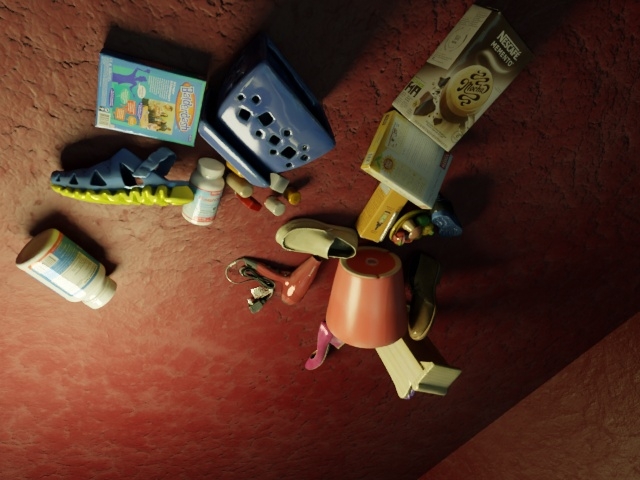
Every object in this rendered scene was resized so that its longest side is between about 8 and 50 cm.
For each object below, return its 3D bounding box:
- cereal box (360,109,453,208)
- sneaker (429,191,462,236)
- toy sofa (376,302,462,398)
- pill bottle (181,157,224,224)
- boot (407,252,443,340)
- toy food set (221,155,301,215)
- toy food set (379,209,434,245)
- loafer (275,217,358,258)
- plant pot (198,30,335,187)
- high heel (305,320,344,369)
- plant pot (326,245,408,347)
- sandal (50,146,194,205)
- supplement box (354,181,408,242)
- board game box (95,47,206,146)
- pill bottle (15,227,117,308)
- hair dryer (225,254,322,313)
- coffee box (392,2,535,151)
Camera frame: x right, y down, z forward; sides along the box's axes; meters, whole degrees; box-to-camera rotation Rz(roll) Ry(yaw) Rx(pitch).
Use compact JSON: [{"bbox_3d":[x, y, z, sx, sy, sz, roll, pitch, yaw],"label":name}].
[{"bbox_3d":[0.241,-0.214,1.141,0.240,0.047,0.173,29,80,-27],"label":"cereal box"},{"bbox_3d":[0.404,-0.079,1.351,0.081,0.090,0.232,-10,159,23],"label":"sneaker"},{"bbox_3d":[0.315,0.387,1.502,0.150,0.362,0.177,20,112,-31],"label":"toy sofa"},{"bbox_3d":[-0.296,-0.125,1.070,0.087,0.087,0.160,9,124,-24],"label":"pill bottle"},{"bbox_3d":[0.331,0.183,1.424,0.115,0.305,0.112,33,148,-28],"label":"boot"},{"bbox_3d":[-0.167,-0.146,1.115,0.232,0.104,0.111,18,107,-50],"label":"toy food set"},{"bbox_3d":[0.288,-0.027,1.306,0.218,0.071,0.128,-7,136,-44],"label":"toy food set"},{"bbox_3d":[0.000,0.000,1.266,0.269,0.092,0.102,3,126,-20],"label":"loafer"},{"bbox_3d":[-0.127,-0.273,0.921,0.212,0.236,0.236,-34,126,16],"label":"plant pot"},{"bbox_3d":[-0.014,0.406,1.610,0.117,0.082,0.244,40,126,-5],"label":"high heel"},{"bbox_3d":[0.156,0.167,1.358,0.275,0.275,0.243,-7,119,-14],"label":"plant pot"},{"bbox_3d":[-0.463,-0.153,0.992,0.317,0.126,0.138,-1,92,-10],"label":"sandal"},{"bbox_3d":[0.195,-0.110,1.257,0.078,0.080,0.233,17,118,-28],"label":"supplement box"},{"bbox_3d":[-0.374,-0.309,0.926,0.210,0.047,0.160,8,123,-24],"label":"board game box"},{"bbox_3d":[-0.650,0.082,1.092,0.124,0.124,0.221,-29,131,5],"label":"pill bottle"},{"bbox_3d":[-0.129,0.125,1.329,0.294,0.080,0.223,-21,130,-2],"label":"hair dryer"},{"bbox_3d":[0.352,-0.401,1.051,0.168,0.119,0.297,26,115,-32],"label":"coffee box"}]
